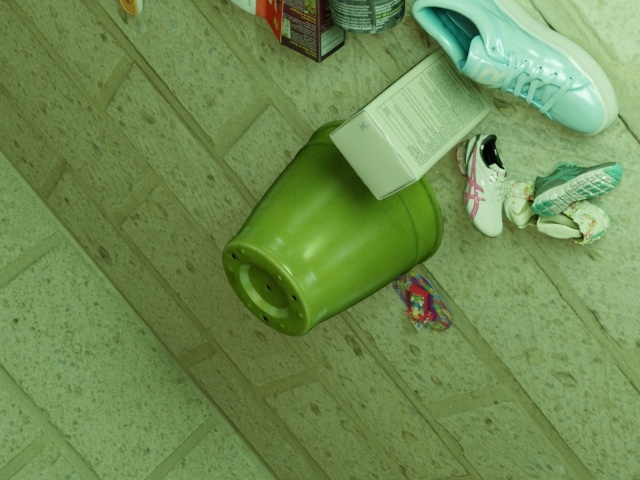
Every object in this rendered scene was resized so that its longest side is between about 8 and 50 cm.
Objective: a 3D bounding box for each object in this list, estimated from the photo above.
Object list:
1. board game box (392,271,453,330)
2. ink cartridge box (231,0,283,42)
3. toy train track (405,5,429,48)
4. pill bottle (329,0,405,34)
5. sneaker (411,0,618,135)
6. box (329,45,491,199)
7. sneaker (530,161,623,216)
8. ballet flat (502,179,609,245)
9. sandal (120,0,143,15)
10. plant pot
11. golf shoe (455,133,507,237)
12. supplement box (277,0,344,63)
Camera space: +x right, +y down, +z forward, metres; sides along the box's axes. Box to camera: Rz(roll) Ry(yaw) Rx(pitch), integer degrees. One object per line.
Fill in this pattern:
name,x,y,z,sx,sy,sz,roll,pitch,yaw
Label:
board game box,0.222,0.146,2.136,0.168,0.033,0.133,53,149,-9
ink cartridge box,-0.133,-0.502,1.747,0.189,0.066,0.232,96,157,-51
toy train track,0.175,-0.371,1.643,0.048,0.014,0.083,10,138,36
pill bottle,0.071,-0.472,1.546,0.130,0.130,0.245,28,143,30
sneaker,0.287,-0.272,1.479,0.366,0.150,0.135,42,149,11
box,0.156,-0.202,1.637,0.148,0.232,0.127,53,148,-6
sneaker,0.421,-0.104,1.585,0.166,0.076,0.065,-24,140,36
ballet flat,0.388,-0.050,1.671,0.241,0.077,0.091,18,138,41
sandal,-0.468,-0.610,2.113,0.102,0.076,0.265,20,139,38
plant pot,0.000,0.000,1.941,0.366,0.353,0.366,31,145,26
golf shoe,0.294,-0.098,1.683,0.086,0.067,0.186,-22,78,57
supplement box,-0.017,-0.436,1.741,0.104,0.081,0.188,31,144,27
